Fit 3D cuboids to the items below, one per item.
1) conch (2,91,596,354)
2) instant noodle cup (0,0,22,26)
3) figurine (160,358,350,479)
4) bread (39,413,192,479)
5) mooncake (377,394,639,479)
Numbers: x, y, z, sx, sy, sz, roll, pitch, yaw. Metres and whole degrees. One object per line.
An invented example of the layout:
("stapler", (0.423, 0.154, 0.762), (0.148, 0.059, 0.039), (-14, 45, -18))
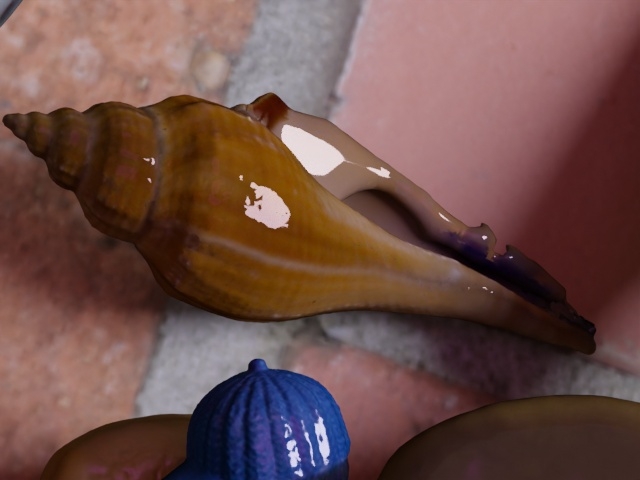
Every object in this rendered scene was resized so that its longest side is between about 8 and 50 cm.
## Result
("conch", (-0.003, 0.004, 0.764), (0.330, 0.093, 0.109), (26, 25, -31))
("instant noodle cup", (-0.203, -0.213, 0.653), (0.254, 0.325, 0.325), (37, 68, -16))
("figurine", (-0.003, 0.114, 0.635), (0.136, 0.079, 0.077), (46, 23, 6))
("bread", (-0.062, 0.186, 0.683), (0.147, 0.098, 0.217), (10, 68, -18))
("mooncake", (0.115, 0.180, 0.714), (0.235, 0.117, 0.234), (-3, 70, 8))
